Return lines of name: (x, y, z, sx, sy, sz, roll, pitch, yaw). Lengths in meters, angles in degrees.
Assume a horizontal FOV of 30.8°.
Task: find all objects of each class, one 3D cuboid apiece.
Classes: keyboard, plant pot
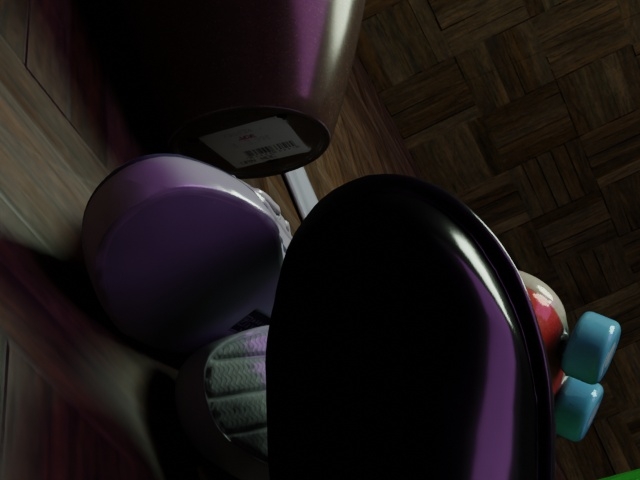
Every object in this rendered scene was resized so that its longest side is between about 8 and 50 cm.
keyboard: (0.000, 0.000, 1.154, 0.256, 0.014, 0.072, 67, 15, 14)
plant pot: (-0.055, -0.167, 0.787, 0.215, 0.215, 0.230, 44, 37, -64)

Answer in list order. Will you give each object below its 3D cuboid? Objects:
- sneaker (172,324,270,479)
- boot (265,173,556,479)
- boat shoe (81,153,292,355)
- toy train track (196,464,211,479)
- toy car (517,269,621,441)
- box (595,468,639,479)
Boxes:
sneaker: (0.001, 0.109, 0.668, 0.258, 0.091, 0.094, 17, 56, -49)
boot: (0.022, 0.119, 0.427, 0.260, 0.131, 0.348, 36, 46, -71)
boat shoe: (-0.062, 0.007, 0.613, 0.084, 0.095, 0.258, 56, -1, 24)
toy train track: (-0.048, 0.131, 0.562, 0.048, 0.014, 0.083, 59, 3, 8)
toy car: (0.164, 0.168, 1.237, 0.238, 0.219, 0.210, -50, 154, -35)
box: (0.312, 0.355, 1.148, 0.127, 0.262, 0.231, -17, 80, -37)
